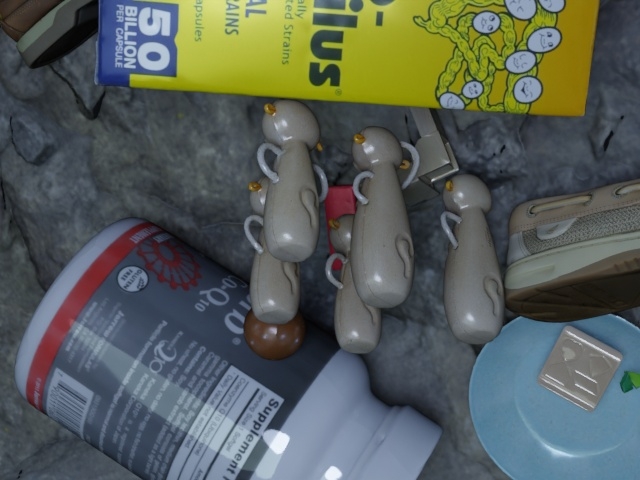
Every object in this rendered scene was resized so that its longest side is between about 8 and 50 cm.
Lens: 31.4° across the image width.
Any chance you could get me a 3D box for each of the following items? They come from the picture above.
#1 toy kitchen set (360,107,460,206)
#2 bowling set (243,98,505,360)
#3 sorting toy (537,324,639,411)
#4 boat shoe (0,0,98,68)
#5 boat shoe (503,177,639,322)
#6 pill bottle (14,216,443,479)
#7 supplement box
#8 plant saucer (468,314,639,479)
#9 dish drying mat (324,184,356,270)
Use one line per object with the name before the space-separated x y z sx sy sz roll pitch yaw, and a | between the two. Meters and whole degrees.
toy kitchen set | 0.078 -0.077 1.034 0.083 0.068 0.075 -24 72 16
bowling set | 0.000 0.000 0.935 0.200 0.287 0.154 -22 55 35
sorting toy | 0.241 0.119 1.004 0.083 0.012 0.062 29 109 14
boat shoe | -0.195 -0.279 1.038 0.307 0.111 0.104 -32 94 25
boat shoe | 0.294 -0.023 0.901 0.341 0.121 0.110 -15 59 34
pill bottle | -0.083 0.152 1.069 0.363 0.210 0.210 31 114 9
supplement box | 0.021 -0.216 0.872 0.356 0.195 0.194 3 108 -1
plant saucer | 0.235 0.146 1.042 0.195 0.037 0.195 6 107 20
dish drying mat | 0.022 -0.012 1.092 0.032 0.008 0.083 -1 104 20
